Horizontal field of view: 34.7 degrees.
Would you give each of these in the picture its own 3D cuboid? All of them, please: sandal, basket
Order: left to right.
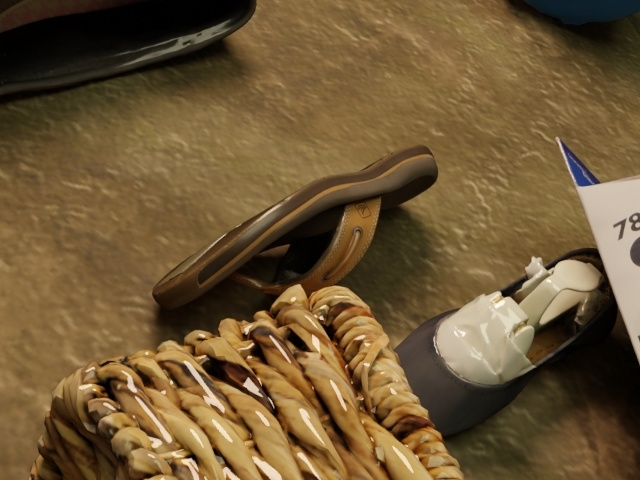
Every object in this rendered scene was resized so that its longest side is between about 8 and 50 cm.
[{"bbox_3d":[0.000,0.000,0.613,0.219,0.090,0.060,-23,85,-45],"label":"sandal"},{"bbox_3d":[0.045,0.164,0.381,0.223,0.213,0.299,-12,57,-31],"label":"basket"}]

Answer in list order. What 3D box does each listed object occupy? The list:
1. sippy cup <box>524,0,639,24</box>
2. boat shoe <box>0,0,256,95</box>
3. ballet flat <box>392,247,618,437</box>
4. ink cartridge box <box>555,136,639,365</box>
[{"bbox_3d":[0.250,-0.324,0.915,0.305,0.240,0.224,6,55,14],"label":"sippy cup"},{"bbox_3d":[-0.173,-0.143,0.625,0.095,0.112,0.335,41,43,19],"label":"boat shoe"},{"bbox_3d":[0.114,0.051,0.612,0.203,0.074,0.074,-21,62,-36],"label":"ballet flat"},{"bbox_3d":[0.240,0.082,0.594,0.165,0.065,0.333,33,35,-42],"label":"ink cartridge box"}]
